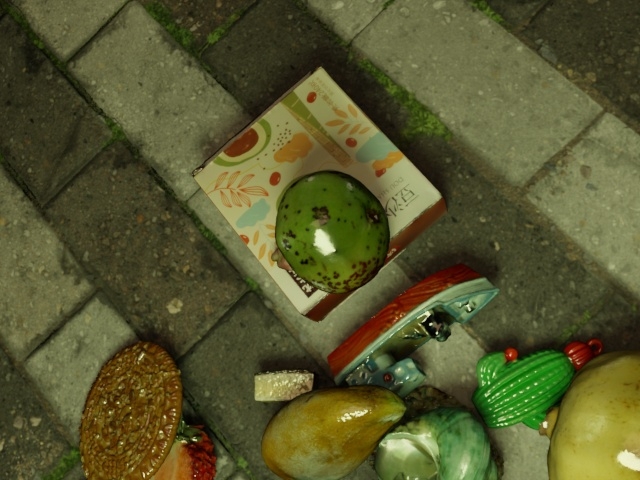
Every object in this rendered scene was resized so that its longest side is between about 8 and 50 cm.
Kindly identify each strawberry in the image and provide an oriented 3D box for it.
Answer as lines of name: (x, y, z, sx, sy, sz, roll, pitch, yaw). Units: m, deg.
strawberry: (-0.273, 0.459, 1.383, 0.188, 0.106, 0.286, -9, 70, 37)

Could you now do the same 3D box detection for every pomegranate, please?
pomegranate: (0.000, 0.000, 1.274, 0.248, 0.214, 0.214, -31, 67, 40)
pomegranate: (0.503, 0.329, 1.132, 0.332, 0.332, 0.333, -3, 76, 14)

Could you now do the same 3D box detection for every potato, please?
potato: (-0.067, 0.280, 1.394, 0.122, 0.086, 0.061, -3, 73, 7)

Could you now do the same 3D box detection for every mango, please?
mango: (0.019, 0.334, 1.268, 0.316, 0.192, 0.146, -38, 45, 42)

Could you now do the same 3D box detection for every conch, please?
conch: (0.200, 0.356, 1.193, 0.188, 0.122, 0.176, 27, 87, 34)

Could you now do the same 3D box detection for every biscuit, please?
biscuit: (-0.380, 0.341, 1.419, 0.305, 0.038, 0.305, -20, 58, 34)

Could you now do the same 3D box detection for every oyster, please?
oyster: (0.203, 0.375, 1.299, 0.259, 0.092, 0.198, 35, 83, 23)

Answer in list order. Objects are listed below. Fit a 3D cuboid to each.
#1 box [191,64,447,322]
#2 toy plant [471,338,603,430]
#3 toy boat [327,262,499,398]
box: (-0.005, -0.095, 1.450, 0.344, 0.122, 0.385, -40, 71, 1)
toy plant: (0.385, 0.259, 1.283, 0.240, 0.088, 0.155, -5, 90, -2)
toy boat: (0.179, 0.176, 1.319, 0.332, 0.145, 0.133, -40, 60, 8)
